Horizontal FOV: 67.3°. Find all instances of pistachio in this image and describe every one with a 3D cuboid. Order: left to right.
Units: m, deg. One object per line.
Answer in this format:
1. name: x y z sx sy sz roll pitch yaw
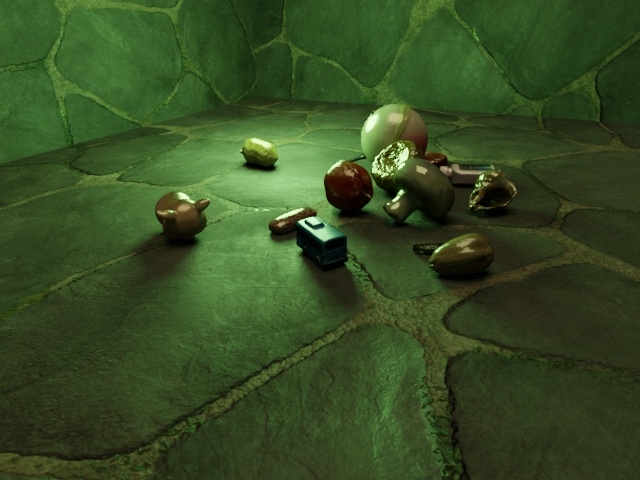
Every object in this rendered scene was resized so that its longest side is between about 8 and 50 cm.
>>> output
1. pistachio: 0.387 0.041 1.318 0.185 0.109 0.126 -12 3 -5

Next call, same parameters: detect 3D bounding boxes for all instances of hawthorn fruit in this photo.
1. hawthorn fruit: 0.111 -0.187 1.721 0.179 0.179 0.200 -18 32 -29

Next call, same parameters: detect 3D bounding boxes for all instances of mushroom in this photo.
1. mushroom: 0.324 -0.149 1.636 0.243 0.244 0.244 -2 26 1

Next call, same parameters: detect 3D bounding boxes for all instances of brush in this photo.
1. brush: 0.373 0.021 1.439 0.190 0.034 0.028 -3 35 -3

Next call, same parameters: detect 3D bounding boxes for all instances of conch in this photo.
1. conch: 0.607 -0.169 1.704 0.207 0.130 0.155 -36 27 -28

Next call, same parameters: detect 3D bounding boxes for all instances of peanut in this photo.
1. peanut: -0.292 -0.419 2.293 0.224 0.129 0.129 18 33 36

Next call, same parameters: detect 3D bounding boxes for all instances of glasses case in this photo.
1. glasses case: -0.090 -0.074 1.648 0.073 0.049 0.194 21 34 39

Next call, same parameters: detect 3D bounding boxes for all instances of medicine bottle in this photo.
1. medicine bottle: 0.600 -0.272 1.973 0.219 0.078 0.115 3 28 8

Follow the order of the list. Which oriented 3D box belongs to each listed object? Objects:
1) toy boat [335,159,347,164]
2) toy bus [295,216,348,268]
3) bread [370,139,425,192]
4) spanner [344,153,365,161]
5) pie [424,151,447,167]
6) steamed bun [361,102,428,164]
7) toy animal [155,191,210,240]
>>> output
1. toy boat: 0.135 -0.282 2.019 0.102 0.089 0.215 -8 25 -20
2. toy bus: 0.000 0.000 1.426 0.090 0.106 0.184 -18 30 -24
3. bread: 0.312 -0.285 1.906 0.229 0.123 0.230 -22 47 26
4. spanner: 0.158 -0.395 2.336 0.208 0.012 0.046 -24 33 -36
5. pie: 0.500 -0.377 2.232 0.182 0.050 0.182 -1 24 0
6. steamed bun: 0.343 -0.420 2.091 0.308 0.310 0.309 -2 26 1
7. toy animal: -0.468 -0.087 1.610 0.165 0.149 0.248 -32 24 -22
